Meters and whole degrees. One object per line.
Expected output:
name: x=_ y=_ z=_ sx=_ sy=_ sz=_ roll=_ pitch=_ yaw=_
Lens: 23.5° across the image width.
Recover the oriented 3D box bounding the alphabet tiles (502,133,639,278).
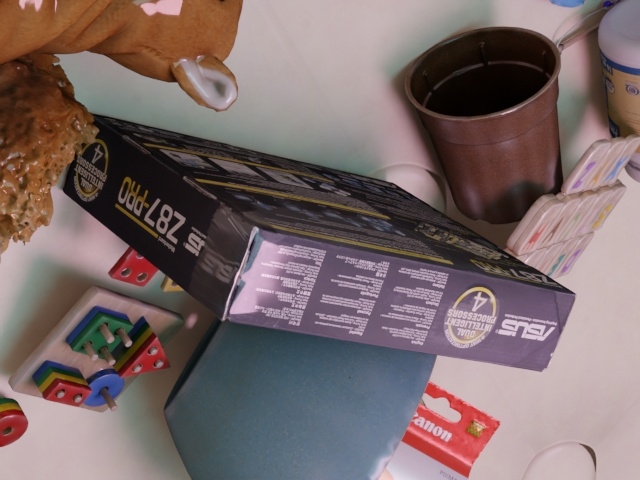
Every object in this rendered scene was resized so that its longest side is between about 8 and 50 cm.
alphabet tiles: x=0.265 y=-0.001 z=1.746 sx=0.278 sy=0.021 sz=0.284 roll=-57 pitch=160 yaw=22

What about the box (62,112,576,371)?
box: x=0.000 y=0.000 z=1.462 sx=0.395 sy=0.318 sz=0.097 roll=11 pitch=103 yaw=-39

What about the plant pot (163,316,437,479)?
plant pot: x=-0.040 y=0.163 z=1.550 sx=0.195 sy=0.290 sz=0.290 roll=32 pitch=85 yaw=-6

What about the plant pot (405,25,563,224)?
plant pot: x=0.190 y=-0.117 z=1.669 sx=0.167 sy=0.167 sz=0.165 roll=-36 pitch=131 yaw=-21

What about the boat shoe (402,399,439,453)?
boat shoe: x=0.063 y=0.295 z=1.753 sx=0.098 sy=0.109 sz=0.302 roll=-14 pitch=119 yaw=-33

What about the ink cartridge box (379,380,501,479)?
ink cartridge box: x=0.097 y=0.245 z=1.677 sx=0.145 sy=0.045 sz=0.179 roll=31 pitch=101 yaw=-13

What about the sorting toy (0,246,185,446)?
sorting toy: x=-0.201 y=0.111 z=1.481 sx=0.274 sy=0.046 sz=0.132 roll=-47 pitch=145 yaw=13

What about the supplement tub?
supplement tub: x=0.405 y=-0.175 z=1.799 sx=0.144 sy=0.144 sz=0.199 roll=-33 pitch=130 yaw=-23

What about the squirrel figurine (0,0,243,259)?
squirrel figurine: x=-0.249 y=-0.193 z=1.291 sx=0.370 sy=0.281 sz=0.397 roll=17 pitch=110 yaw=-49

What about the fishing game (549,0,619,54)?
fishing game: x=0.300 y=-0.354 z=1.736 sx=0.189 sy=0.041 sz=0.264 roll=-35 pitch=132 yaw=-21
